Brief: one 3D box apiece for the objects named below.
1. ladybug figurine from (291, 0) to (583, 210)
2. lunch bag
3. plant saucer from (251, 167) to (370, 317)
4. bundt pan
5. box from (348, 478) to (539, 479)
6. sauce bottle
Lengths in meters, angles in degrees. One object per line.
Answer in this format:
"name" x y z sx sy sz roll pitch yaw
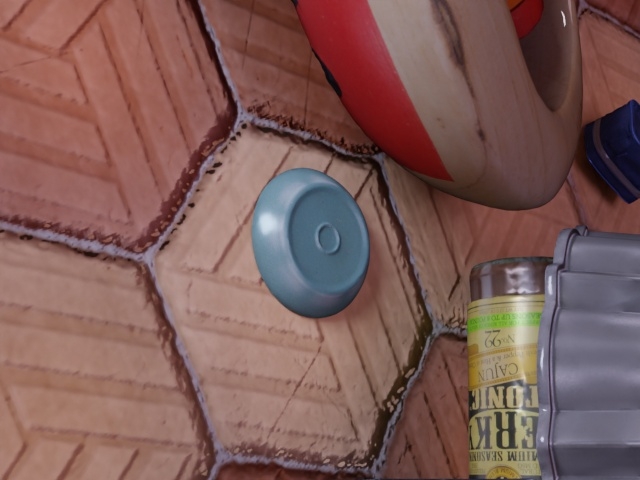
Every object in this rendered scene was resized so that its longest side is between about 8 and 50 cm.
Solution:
"ladybug figurine" 0.076 -0.217 0.811 0.449 0.162 0.305 66 32 -32
"lunch bag" 0.315 -0.086 1.113 0.098 0.065 0.067 43 40 -26
"plant saucer" 0.000 0.000 0.843 0.119 0.021 0.119 9 76 -40
"bundt pan" 0.257 0.147 0.806 0.331 0.124 0.330 -5 90 -67
"box" 0.003 0.197 0.696 0.233 0.183 0.059 -2 83 -41
"sauce bottle" 0.178 0.187 0.902 0.111 0.111 0.344 11 72 -40
